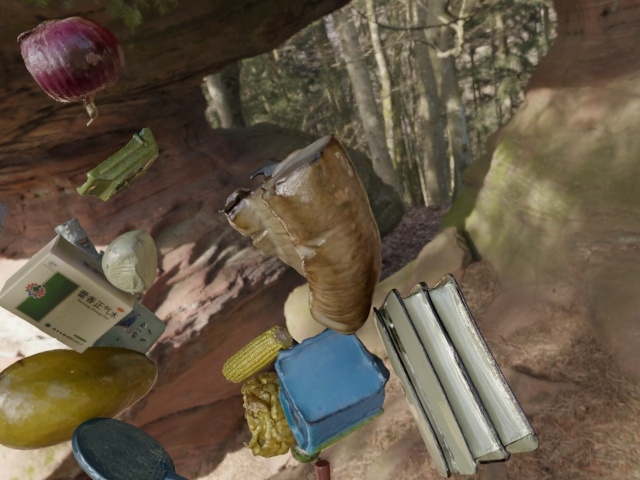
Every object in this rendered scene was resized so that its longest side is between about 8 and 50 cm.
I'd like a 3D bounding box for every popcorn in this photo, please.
[{"bbox_3d":[-0.155,0.532,1.396,0.190,0.250,0.250,-6,28,5],"label":"popcorn"}]

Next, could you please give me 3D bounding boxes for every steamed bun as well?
[{"bbox_3d":[-0.391,0.041,0.920,0.091,0.130,0.112,2,35,4],"label":"steamed bun"}]

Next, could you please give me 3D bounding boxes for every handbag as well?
[{"bbox_3d":[0.244,0.279,0.929,0.160,0.237,0.359,-16,65,-13],"label":"handbag"}]

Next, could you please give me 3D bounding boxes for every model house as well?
[{"bbox_3d":[0.031,0.409,1.160,0.237,0.303,0.215,-21,42,-20],"label":"model house"}]

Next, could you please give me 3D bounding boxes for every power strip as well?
[{"bbox_3d":[-0.668,0.279,1.422,0.141,0.261,0.229,9,55,46],"label":"power strip"}]

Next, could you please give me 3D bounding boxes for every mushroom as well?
[{"bbox_3d":[0.032,0.008,0.878,0.224,0.397,0.313,-45,18,-29],"label":"mushroom"}]

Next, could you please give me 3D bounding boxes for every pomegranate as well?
[{"bbox_3d":[-0.039,0.738,1.583,0.122,0.161,0.122,-31,8,5],"label":"pomegranate"}]

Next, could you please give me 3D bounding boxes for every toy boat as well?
[{"bbox_3d":[-0.511,-0.198,1.181,0.111,0.084,0.276,-36,20,36],"label":"toy boat"}]

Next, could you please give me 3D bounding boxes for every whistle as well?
[{"bbox_3d":[-0.596,0.107,1.208,0.133,0.346,0.142,-11,21,36],"label":"whistle"}]

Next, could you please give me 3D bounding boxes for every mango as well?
[{"bbox_3d":[-0.611,0.377,1.161,0.301,0.221,0.445,-12,-5,28],"label":"mango"}]

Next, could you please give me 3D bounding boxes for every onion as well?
[{"bbox_3d":[-0.675,-0.501,1.254,0.230,0.272,0.256,24,77,51],"label":"onion"}]

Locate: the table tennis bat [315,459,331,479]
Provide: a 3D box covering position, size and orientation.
[{"bbox_3d":[0.023,0.789,1.290,0.200,0.310,0.038,-9,4,-30],"label":"table tennis bat"}]

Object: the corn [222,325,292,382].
[{"bbox_3d":[-0.177,0.313,1.217,0.248,0.081,0.081,-41,15,30],"label":"corn"}]

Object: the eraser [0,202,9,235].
[{"bbox_3d":[-0.548,0.015,0.557,0.082,0.213,0.397,-41,39,7],"label":"eraser"}]

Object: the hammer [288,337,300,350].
[{"bbox_3d":[-0.022,0.412,1.556,0.290,0.037,0.137,31,75,29],"label":"hammer"}]

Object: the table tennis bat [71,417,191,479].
[{"bbox_3d":[-0.390,0.495,0.989,0.044,0.329,0.215,-57,6,-2],"label":"table tennis bat"}]

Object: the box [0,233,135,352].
[{"bbox_3d":[-0.548,0.119,0.986,0.168,0.212,0.095,-41,32,2],"label":"box"}]
